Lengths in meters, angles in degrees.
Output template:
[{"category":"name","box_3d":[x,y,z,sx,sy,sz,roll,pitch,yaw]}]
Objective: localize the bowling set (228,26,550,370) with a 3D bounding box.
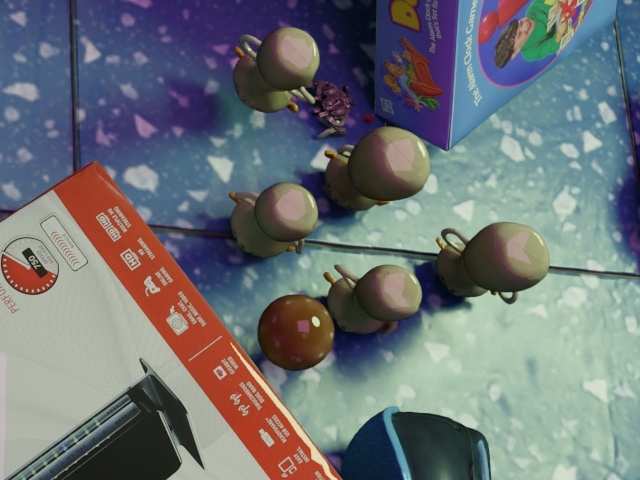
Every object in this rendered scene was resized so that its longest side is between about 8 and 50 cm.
[{"category":"bowling set","box_3d":[0.000,0.000,1.318,0.287,0.154,0.200,43,75,-6]}]

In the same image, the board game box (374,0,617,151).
[{"category":"board game box","box_3d":[0.146,-0.270,1.374,0.078,0.347,0.233,30,50,29]}]

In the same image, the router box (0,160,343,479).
[{"category":"router box","box_3d":[-0.166,0.164,1.176,0.301,0.082,0.335,-37,89,-34]}]

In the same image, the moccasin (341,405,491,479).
[{"category":"moccasin","box_3d":[0.109,0.274,1.240,0.117,0.138,0.342,4,68,-30]}]

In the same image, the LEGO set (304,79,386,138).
[{"category":"LEGO set","box_3d":[0.020,-0.101,1.420,0.083,0.023,0.054,18,62,-20]}]
